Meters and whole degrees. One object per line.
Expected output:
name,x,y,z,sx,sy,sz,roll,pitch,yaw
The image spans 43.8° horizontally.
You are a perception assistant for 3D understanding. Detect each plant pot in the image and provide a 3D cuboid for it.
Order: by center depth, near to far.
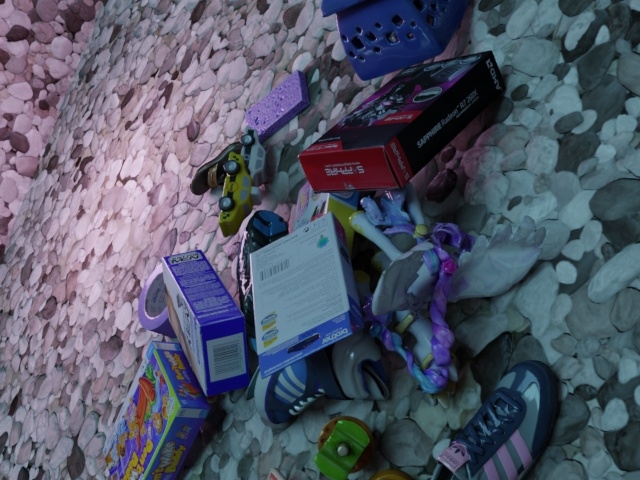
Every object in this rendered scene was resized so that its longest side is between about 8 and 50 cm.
plant pot,0.152,-0.509,1.681,0.236,0.212,0.236,-9,44,45

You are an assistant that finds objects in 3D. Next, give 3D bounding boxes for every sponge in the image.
sponge,-0.115,-0.344,2.081,0.210,0.031,0.117,-34,47,32

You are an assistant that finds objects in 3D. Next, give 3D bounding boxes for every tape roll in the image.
tape roll,-0.389,0.153,2.073,0.189,0.080,0.189,-26,51,37

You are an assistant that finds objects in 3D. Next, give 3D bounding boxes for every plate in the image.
plate,-0.095,0.253,1.645,0.024,0.188,0.188,30,94,11

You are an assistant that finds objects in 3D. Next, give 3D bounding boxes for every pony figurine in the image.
pony figurine,0.176,0.063,1.381,0.363,0.302,0.351,-118,31,-42

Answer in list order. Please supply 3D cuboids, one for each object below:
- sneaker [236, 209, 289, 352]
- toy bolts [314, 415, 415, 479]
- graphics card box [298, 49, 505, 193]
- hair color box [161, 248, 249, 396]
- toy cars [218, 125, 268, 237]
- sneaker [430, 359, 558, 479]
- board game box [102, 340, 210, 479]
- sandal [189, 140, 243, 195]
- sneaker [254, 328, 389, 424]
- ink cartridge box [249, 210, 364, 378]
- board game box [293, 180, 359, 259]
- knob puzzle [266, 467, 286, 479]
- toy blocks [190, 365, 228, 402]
sneaker,-0.127,0.106,1.803,0.140,0.125,0.341,130,146,-53
toy bolts,0.053,0.450,1.411,0.218,0.158,0.228,37,88,11
graphics card box,0.158,-0.225,1.515,0.233,0.094,0.371,1,35,50
hair color box,-0.266,0.177,1.809,0.339,0.110,0.185,-133,37,-57
toy cars,-0.170,-0.145,1.912,0.394,0.087,0.176,-79,-7,-65
sneaker,0.252,0.321,1.220,0.112,0.131,0.319,25,89,52
board game box,-0.391,0.444,1.861,0.347,0.078,0.233,-63,38,19
sandal,-0.266,-0.182,2.137,0.219,0.090,0.060,-35,68,21
sneaker,0.010,0.278,1.520,0.236,0.130,0.323,28,126,22
ink cartridge box,-0.028,0.100,1.409,0.185,0.065,0.311,-28,37,15
board game box,0.000,0.000,1.659,0.242,0.064,0.317,138,143,-63
knob puzzle,-0.093,0.529,1.509,0.213,0.030,0.213,-174,90,-71
toy blocks,-0.249,0.312,1.847,0.148,0.054,0.123,-37,46,29
